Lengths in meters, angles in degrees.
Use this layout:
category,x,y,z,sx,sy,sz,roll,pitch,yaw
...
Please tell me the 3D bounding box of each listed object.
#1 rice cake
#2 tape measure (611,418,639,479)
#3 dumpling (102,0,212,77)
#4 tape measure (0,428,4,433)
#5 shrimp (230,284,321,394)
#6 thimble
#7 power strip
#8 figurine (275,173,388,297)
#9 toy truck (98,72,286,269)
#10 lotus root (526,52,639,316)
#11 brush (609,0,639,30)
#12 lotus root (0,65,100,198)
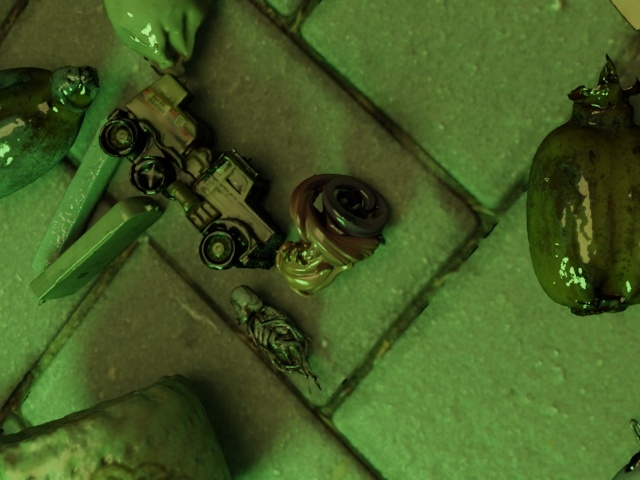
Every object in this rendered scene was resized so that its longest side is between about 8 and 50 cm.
category,x,y,z,sx,sy,sz,roll,pitch,yaw
rice cake,-0.308,-0.059,1.804,0.042,0.045,0.245,37,109,18
tape measure,0.388,0.302,1.487,0.178,0.105,0.196,11,101,17
dumpling,-0.211,-0.322,1.689,0.172,0.142,0.247,38,141,52
tape measure,-0.476,0.449,1.903,0.215,0.098,0.351,-20,84,23
shrimp,-0.050,0.119,1.690,0.056,0.065,0.165,-45,75,-2
thimble,-0.265,0.295,1.687,0.291,0.291,0.195,-23,86,25
power strip,-0.292,0.015,1.785,0.227,0.080,0.029,-40,76,23
figurine,0.004,0.002,1.628,0.157,0.126,0.114,-59,29,17
toy truck,-0.141,-0.075,1.686,0.127,0.127,0.257,-41,78,8
lotus root,0.295,-0.057,1.470,0.154,0.154,0.278,1,96,25
brush,0.270,-0.369,1.516,0.085,0.020,0.337,-34,82,23
lotus root,-0.403,-0.142,1.796,0.322,0.140,0.158,-20,62,20
